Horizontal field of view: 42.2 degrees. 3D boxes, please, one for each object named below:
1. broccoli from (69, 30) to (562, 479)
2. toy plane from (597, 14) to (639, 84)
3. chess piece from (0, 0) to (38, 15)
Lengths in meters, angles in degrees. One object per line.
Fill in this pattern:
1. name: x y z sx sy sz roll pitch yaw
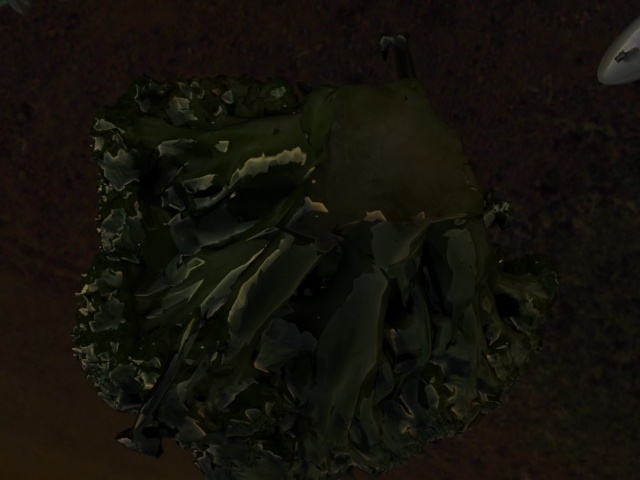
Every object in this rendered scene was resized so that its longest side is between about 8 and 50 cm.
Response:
1. broccoli: 0.000 0.000 0.533 0.321 0.303 0.283 -12 162 -22
2. toy plane: 0.369 -0.231 0.785 0.255 0.101 0.251 -37 80 30
3. chess piece: -0.389 -0.309 1.017 0.272 0.139 0.139 -12 139 5
